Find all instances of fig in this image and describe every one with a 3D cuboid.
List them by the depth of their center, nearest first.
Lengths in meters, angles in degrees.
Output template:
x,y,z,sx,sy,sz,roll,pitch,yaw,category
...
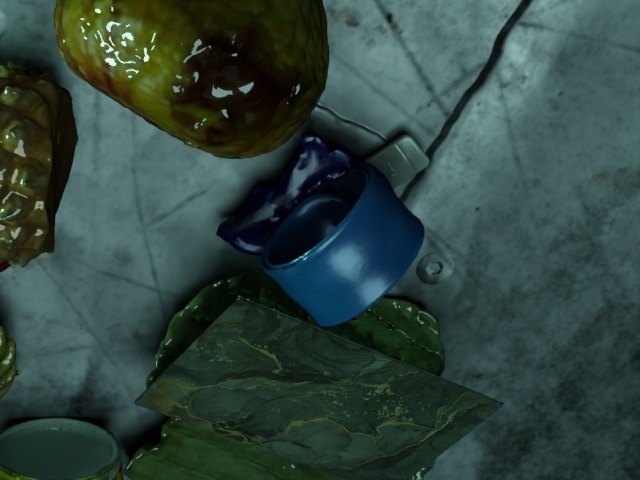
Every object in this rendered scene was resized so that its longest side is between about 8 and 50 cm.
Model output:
x,y,z,sx,sy,sz,roll,pitch,yaw,category
-0.096,-0.276,1.492,0.286,0.286,0.369,27,81,-24,fig

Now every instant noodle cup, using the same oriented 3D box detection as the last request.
x,y,z,sx,sy,sz,roll,pitch,yaw,category
-0.327,0.320,1.796,0.205,0.205,0.153,0,113,-12,instant noodle cup

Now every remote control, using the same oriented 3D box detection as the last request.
x,y,z,sx,sy,sz,roll,pitch,yaw,category
0.043,-0.062,1.743,0.184,0.027,0.050,-34,113,14,remote control

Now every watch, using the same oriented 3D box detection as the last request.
x,y,z,sx,sy,sz,roll,pitch,yaw,category
0.010,-0.001,1.648,0.171,0.200,0.196,36,107,-19,watch

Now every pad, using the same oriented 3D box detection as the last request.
x,y,z,sx,sy,sz,roll,pitch,yaw,category
-0.002,0.194,1.738,0.367,0.007,0.247,24,134,-23,pad

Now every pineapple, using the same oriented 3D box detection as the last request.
x,y,z,sx,sy,sz,roll,pitch,yaw,category
-0.445,-0.087,1.534,0.357,0.223,0.223,4,120,0,pineapple

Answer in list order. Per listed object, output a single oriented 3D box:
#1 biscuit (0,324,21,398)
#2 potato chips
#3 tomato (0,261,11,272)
x,y,z,sx,sy,sz,roll,pitch,yaw,category
-0.450,0.132,1.684,0.187,0.036,0.273,-27,140,21,biscuit
-0.040,0.219,1.848,0.389,0.097,0.373,7,119,-14,potato chips
-0.376,-0.007,1.661,0.087,0.075,0.087,-13,122,-22,tomato
